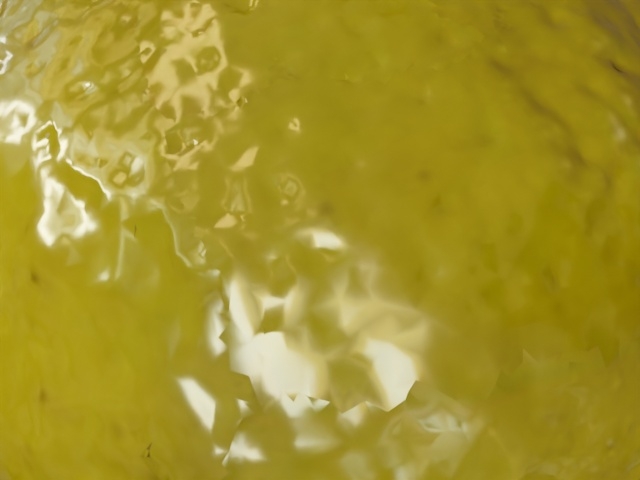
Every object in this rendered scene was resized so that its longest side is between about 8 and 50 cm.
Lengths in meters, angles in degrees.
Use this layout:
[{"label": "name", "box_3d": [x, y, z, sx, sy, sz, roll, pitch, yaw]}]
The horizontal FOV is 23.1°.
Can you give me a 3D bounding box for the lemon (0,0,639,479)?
[{"label": "lemon", "box_3d": [0.000, 0.000, 0.482, 0.253, 0.253, 0.310, 32, -167, -43]}]
